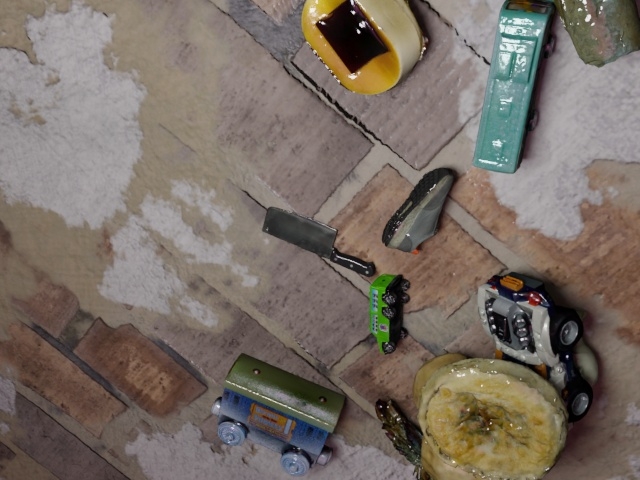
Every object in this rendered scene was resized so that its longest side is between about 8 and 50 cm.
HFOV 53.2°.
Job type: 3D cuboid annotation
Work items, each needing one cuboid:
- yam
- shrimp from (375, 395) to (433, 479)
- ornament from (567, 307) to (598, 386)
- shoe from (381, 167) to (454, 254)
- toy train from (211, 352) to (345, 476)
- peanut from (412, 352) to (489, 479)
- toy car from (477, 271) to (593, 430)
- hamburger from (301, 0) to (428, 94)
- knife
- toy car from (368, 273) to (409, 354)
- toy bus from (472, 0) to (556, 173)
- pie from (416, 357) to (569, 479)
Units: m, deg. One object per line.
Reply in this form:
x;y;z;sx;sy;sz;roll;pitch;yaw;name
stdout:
0.367;-0.377;0.889;0.106;0.106;0.259;-17;110;25;yam
0.192;0.474;1.345;0.054;0.222;0.290;-33;95;26;shrimp
0.472;0.207;1.186;0.075;0.081;0.156;-12;108;14;ornament
0.189;-0.049;1.152;0.077;0.074;0.194;29;126;-12;shoe
-0.100;0.399;1.449;0.300;0.131;0.202;21;120;6;toy train
0.290;0.395;1.295;0.192;0.169;0.387;-14;109;14;peanut
0.370;0.196;1.150;0.193;0.118;0.301;25;139;58;toy car
0.066;-0.334;1.015;0.210;0.116;0.173;46;130;-14;hamburger
0.000;0.000;1.267;0.245;0.019;0.072;23;121;8;knife
0.134;0.147;1.273;0.062;0.071;0.165;14;122;28;toy car
0.298;-0.237;0.990;0.091;0.109;0.261;12;120;19;toy bus
0.302;0.322;1.125;0.274;0.055;0.274;10;120;19;pie
